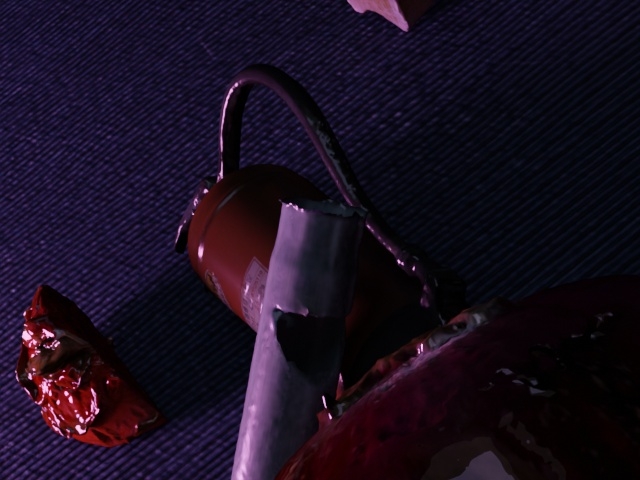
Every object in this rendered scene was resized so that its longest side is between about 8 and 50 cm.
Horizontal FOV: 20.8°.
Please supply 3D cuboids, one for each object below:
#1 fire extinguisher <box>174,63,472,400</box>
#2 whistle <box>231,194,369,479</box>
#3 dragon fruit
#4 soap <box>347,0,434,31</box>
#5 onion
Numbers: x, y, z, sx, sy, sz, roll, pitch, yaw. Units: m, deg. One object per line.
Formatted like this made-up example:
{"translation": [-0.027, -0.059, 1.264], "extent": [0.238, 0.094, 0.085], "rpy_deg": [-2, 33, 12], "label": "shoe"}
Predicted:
{"translation": [0.008, 0.003, 1.270], "extent": [0.376, 0.113, 0.200], "rpy_deg": [37, 108, 47], "label": "fire extinguisher"}
{"translation": [-0.024, 0.126, 1.150], "extent": [0.062, 0.062, 0.312], "rpy_deg": [19, 102, 43], "label": "whistle"}
{"translation": [-0.204, 0.098, 1.363], "extent": [0.083, 0.106, 0.162], "rpy_deg": [-40, 45, 1], "label": "dragon fruit"}
{"translation": [0.105, -0.332, 1.468], "extent": [0.089, 0.173, 0.274], "rpy_deg": [28, 74, 37], "label": "soap"}
{"translation": [0.146, 0.221, 0.915], "extent": [0.347, 0.348, 0.385], "rpy_deg": [-33, 81, 6], "label": "onion"}
